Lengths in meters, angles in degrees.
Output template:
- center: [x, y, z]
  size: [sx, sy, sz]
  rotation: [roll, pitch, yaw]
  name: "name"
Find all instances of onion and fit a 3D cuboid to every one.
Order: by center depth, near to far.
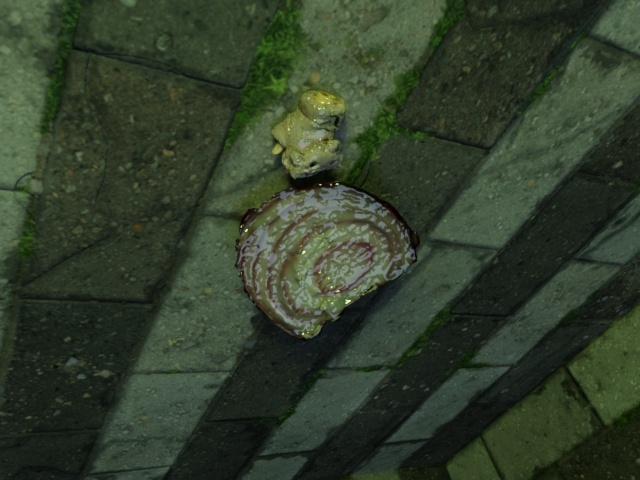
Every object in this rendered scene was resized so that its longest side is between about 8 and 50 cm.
- center: [0.000, 0.000, 1.074]
  size: [0.314, 0.146, 0.280]
  rotation: [-31, 116, 11]
  name: "onion"

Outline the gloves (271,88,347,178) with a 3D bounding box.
- center: [-0.011, -0.157, 0.912]
  size: [0.110, 0.094, 0.144]
  rotation: [-17, 135, -25]
  name: "gloves"
